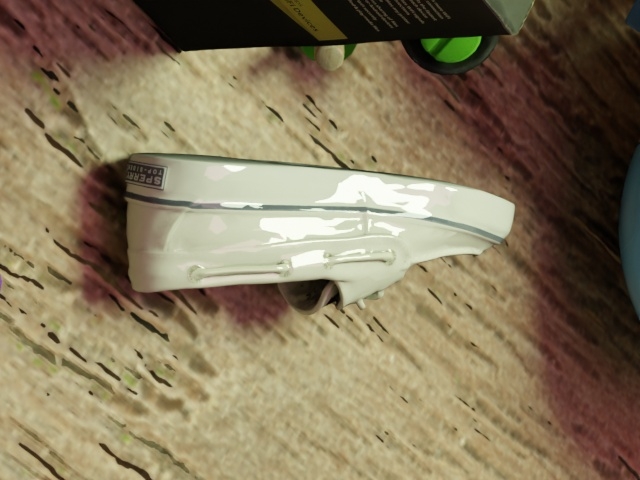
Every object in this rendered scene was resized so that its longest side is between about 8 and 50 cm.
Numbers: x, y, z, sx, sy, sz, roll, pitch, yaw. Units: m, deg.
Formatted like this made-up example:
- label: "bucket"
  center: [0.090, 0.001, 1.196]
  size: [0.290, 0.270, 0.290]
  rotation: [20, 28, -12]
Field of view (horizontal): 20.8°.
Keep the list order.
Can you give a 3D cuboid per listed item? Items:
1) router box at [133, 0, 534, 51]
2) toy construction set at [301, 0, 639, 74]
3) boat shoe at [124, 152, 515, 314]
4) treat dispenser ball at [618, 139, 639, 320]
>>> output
- label: "router box"
  center: [-0.064, -0.214, 0.797]
  size: [0.309, 0.243, 0.081]
  rotation: [45, 64, -37]
- label: "toy construction set"
  center: [0.123, -0.270, 1.018]
  size: [0.237, 0.258, 0.308]
  rotation: [-88, 180, -67]
- label: "boat shoe"
  center: [0.000, 0.000, 0.987]
  size: [0.258, 0.095, 0.084]
  rotation: [4, 94, -33]
- label: "treat dispenser ball"
  center: [0.345, -0.009, 1.166]
  size: [0.288, 0.288, 0.288]
  rotation: [-4, 95, -43]
